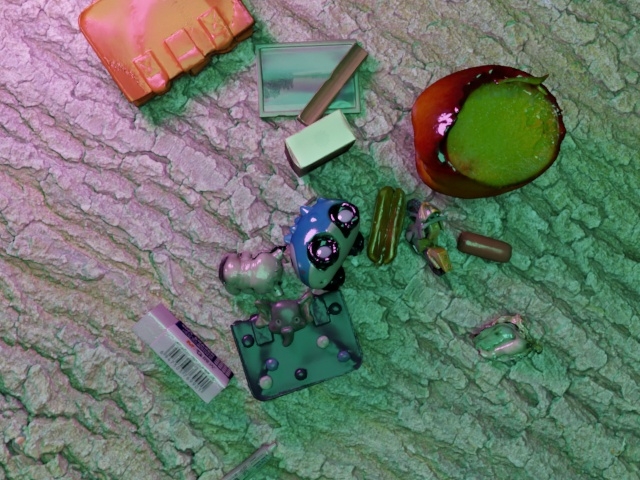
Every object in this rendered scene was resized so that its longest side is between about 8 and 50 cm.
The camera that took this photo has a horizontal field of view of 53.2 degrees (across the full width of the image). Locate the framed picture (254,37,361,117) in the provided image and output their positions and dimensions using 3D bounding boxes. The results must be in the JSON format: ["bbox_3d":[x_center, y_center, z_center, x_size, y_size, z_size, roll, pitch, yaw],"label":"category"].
[{"bbox_3d":[-0.035,-0.457,1.801,0.289,0.016,0.213,-3,89,-3],"label":"framed picture"}]

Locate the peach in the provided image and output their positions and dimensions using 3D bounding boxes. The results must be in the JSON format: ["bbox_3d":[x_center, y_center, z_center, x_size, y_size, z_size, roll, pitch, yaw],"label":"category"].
[{"bbox_3d":[0.406,-0.278,1.666,0.406,0.310,0.334,-21,102,-17],"label":"peach"}]

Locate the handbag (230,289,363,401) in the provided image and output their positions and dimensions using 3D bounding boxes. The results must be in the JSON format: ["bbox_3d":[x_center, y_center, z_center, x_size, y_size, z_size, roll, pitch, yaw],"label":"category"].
[{"bbox_3d":[-0.069,0.267,1.738,0.326,0.118,0.269,-19,89,-5],"label":"handbag"}]

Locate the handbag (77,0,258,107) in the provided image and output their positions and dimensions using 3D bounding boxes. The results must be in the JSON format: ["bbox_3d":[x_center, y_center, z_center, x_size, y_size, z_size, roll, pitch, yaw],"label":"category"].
[{"bbox_3d":[-0.413,-0.586,1.744,0.410,0.116,0.303,-34,93,-2],"label":"handbag"}]

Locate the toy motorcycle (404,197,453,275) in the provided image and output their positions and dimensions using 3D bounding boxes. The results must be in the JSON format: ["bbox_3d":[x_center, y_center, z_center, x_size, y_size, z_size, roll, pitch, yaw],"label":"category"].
[{"bbox_3d":[0.301,-0.012,1.749,0.094,0.130,0.229,-22,90,-23],"label":"toy motorcycle"}]

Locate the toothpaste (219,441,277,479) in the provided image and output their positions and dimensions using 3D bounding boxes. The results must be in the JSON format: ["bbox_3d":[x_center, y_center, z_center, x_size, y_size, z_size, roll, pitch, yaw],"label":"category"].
[{"bbox_3d":[-0.203,0.632,1.760,0.218,0.041,0.064,-42,96,1],"label":"toothpaste"}]

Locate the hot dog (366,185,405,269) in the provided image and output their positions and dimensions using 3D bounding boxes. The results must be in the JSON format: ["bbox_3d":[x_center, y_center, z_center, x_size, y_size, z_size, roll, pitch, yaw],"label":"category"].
[{"bbox_3d":[0.182,-0.035,1.779,0.092,0.062,0.235,15,85,-2],"label":"hot dog"}]

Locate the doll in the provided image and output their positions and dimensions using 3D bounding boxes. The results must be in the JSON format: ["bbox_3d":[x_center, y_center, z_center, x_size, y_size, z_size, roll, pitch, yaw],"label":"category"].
[{"bbox_3d":[-0.181,0.084,1.745,0.192,0.095,0.149,-3,86,0],"label":"doll"}]

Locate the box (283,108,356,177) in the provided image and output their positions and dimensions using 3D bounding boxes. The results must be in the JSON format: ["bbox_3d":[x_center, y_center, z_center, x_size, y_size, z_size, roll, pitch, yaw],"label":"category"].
[{"bbox_3d":[-0.007,-0.252,1.700,0.168,0.212,0.095,-27,91,-3],"label":"box"}]

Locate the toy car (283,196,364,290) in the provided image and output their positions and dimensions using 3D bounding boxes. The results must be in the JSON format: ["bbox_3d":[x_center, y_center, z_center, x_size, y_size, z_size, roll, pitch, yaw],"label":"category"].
[{"bbox_3d":[0.000,0.000,1.704,0.190,0.188,0.255,20,66,19],"label":"toy car"}]

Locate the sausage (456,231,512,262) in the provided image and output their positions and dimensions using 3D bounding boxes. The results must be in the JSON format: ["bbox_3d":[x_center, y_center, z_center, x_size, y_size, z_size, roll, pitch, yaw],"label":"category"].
[{"bbox_3d":[0.460,0.020,1.790,0.154,0.062,0.062,16,88,-1],"label":"sausage"}]

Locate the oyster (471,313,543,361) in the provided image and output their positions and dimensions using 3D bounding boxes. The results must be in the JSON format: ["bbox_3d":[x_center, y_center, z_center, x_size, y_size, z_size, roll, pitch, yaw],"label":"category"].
[{"bbox_3d":[0.526,0.277,1.787,0.191,0.081,0.163,30,115,0],"label":"oyster"}]

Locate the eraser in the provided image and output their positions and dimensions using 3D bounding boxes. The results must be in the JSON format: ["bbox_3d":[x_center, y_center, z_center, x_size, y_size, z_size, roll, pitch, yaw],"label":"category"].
[{"bbox_3d":[-0.367,0.300,1.715,0.086,0.130,0.287,-44,92,1],"label":"eraser"}]

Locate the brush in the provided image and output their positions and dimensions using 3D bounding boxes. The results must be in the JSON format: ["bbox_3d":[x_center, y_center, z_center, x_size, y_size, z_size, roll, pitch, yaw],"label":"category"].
[{"bbox_3d":[0.034,-0.426,1.775,0.054,0.048,0.282,37,80,-4],"label":"brush"}]
